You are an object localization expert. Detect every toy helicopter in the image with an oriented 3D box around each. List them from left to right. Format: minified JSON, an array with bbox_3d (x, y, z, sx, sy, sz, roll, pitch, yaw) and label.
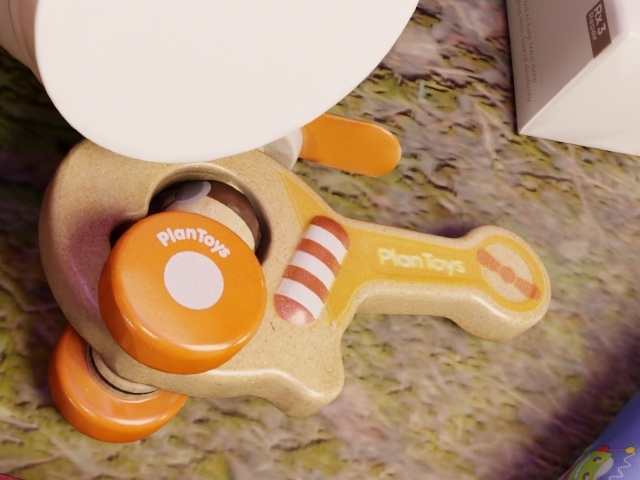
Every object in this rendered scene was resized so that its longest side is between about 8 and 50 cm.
[{"bbox_3d":[0.000,0.000,0.567,0.355,0.140,0.235,8,57,-27],"label":"toy helicopter"}]

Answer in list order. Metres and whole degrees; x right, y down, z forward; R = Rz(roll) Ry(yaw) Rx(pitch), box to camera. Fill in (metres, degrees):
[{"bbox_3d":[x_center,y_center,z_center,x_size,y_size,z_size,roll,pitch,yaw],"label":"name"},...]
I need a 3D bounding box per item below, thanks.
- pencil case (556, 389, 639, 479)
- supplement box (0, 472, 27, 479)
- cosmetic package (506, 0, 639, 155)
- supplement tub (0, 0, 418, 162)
[{"bbox_3d":[0.272,0.139,0.584,0.306,0.119,0.133,-35,93,-27],"label":"pencil case"},{"bbox_3d":[-0.147,0.196,0.444,0.239,0.073,0.130,18,65,-11],"label":"supplement box"},{"bbox_3d":[0.359,-0.182,0.729,0.385,0.156,0.217,9,66,-14],"label":"cosmetic package"},{"bbox_3d":[-0.107,-0.231,0.485,0.241,0.241,0.331,-17,58,-24],"label":"supplement tub"}]
